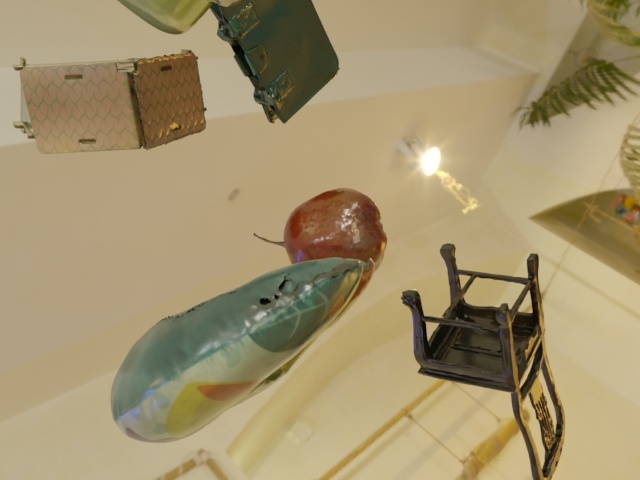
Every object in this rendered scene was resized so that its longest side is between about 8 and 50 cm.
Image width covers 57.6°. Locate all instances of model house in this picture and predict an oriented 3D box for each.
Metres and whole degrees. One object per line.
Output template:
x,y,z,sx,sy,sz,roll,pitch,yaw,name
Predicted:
-0.315,-0.219,0.950,0.326,0.244,0.169,-14,-68,-29,model house

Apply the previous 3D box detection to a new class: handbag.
-0.098,-0.453,1.304,0.238,0.089,0.326,-51,-46,-24,handbag

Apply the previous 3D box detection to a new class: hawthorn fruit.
0.000,0.000,0.923,0.204,0.162,0.162,-16,-34,-3,hawthorn fruit

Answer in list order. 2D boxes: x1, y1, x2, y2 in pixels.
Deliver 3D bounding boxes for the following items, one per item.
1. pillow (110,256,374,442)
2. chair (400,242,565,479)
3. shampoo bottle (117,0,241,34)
-0.053,0.071,0.451,0.214,0.086,0.233,-34,-9,5,pillow
0.175,0.130,0.595,0.106,0.113,0.229,-40,-57,-43,chair
-0.206,-0.480,0.801,0.317,0.322,0.322,-48,-27,8,shampoo bottle
